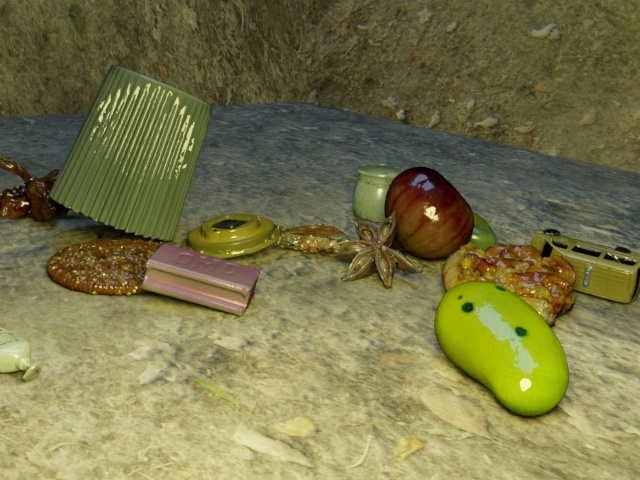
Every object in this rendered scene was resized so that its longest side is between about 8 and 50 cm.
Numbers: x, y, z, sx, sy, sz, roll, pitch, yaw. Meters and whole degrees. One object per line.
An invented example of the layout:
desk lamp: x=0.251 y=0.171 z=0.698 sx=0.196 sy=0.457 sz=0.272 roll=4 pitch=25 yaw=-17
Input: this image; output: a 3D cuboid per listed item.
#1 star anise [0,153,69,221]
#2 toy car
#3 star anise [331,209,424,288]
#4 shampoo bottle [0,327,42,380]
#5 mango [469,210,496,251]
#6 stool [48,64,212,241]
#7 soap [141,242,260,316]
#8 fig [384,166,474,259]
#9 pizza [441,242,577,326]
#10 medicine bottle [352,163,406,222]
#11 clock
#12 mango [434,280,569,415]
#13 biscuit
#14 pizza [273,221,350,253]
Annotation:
star anise: x=-0.724 y=-0.123 z=1.942 sx=0.347 sy=0.148 sz=0.237 roll=12 pitch=10 yaw=-19
toy car: x=0.572 y=0.056 z=1.748 sx=0.257 sy=0.101 sz=0.124 roll=16 pitch=24 yaw=30
star anise: x=0.114 y=0.029 z=1.732 sx=0.172 sy=0.063 sz=0.208 roll=-19 pitch=50 yaw=-3
shampoo bottle: x=-0.476 y=0.173 z=1.218 sx=0.152 sy=0.045 sz=0.077 roll=14 pitch=18 yaw=33
mango: x=0.359 y=-0.028 z=2.001 sx=0.130 sy=0.091 sz=0.195 roll=-9 pitch=30 yaw=-43
stool: x=-0.418 y=-0.201 z=1.818 sx=0.297 sy=0.329 sz=0.297 roll=22 pitch=3 yaw=-1
soap: x=-0.224 y=0.072 z=1.513 sx=0.203 sy=0.065 sz=0.122 roll=15 pitch=18 yaw=0
fig: x=0.244 y=-0.058 z=1.860 sx=0.214 sy=0.235 sz=0.235 roll=-36 pitch=-3 yaw=29
pizza: x=0.389 y=0.088 z=1.609 sx=0.278 sy=0.113 sz=0.409 roll=-2 pitch=20 yaw=-4
medicine bottle: x=0.164 y=-0.134 z=2.192 sx=0.147 sy=0.143 sz=0.147 roll=5 pitch=18 yaw=-2
clock: x=-0.206 y=-0.020 z=1.818 sx=0.237 sy=0.057 sz=0.237 roll=-6 pitch=18 yaw=2
mango: x=0.289 y=0.168 z=1.273 sx=0.175 sy=0.142 sz=0.293 roll=-3 pitch=28 yaw=-18
biscuit: x=-0.409 y=0.046 z=1.651 sx=0.306 sy=0.038 sz=0.305 roll=4 pitch=17 yaw=-1
pizza: x=0.000 y=0.000 z=1.863 sx=0.185 sy=0.052 sz=0.195 roll=-17 pitch=20 yaw=-40
